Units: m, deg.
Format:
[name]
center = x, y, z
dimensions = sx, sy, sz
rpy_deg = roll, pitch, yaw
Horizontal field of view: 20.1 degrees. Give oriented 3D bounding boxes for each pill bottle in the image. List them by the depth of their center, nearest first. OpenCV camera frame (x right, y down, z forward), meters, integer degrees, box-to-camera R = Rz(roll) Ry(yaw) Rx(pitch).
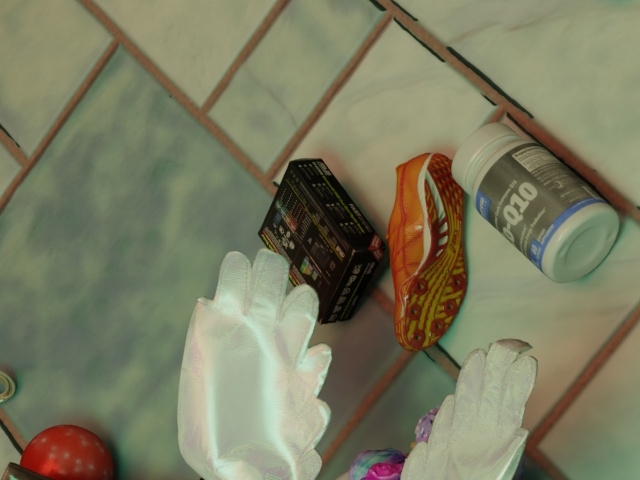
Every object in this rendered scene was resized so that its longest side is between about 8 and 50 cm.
[pill bottle]
center = 0.175, -0.034, 1.493
dimensions = 0.078, 0.078, 0.137
rpy_deg = -53, 54, 12

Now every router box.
[router box]
center = 0.000, 0.000, 1.611
dimensions = 0.122, 0.038, 0.092
rpy_deg = 55, 135, 33

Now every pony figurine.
[pony figurine]
center = 0.031, 0.217, 1.344
dimensions = 0.303, 0.363, 0.351
rpy_deg = 18, 88, 38

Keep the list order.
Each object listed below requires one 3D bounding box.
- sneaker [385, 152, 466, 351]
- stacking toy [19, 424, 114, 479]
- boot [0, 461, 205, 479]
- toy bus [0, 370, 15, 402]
[sneaker]
center = 0.088, 0.012, 1.564
dimensions = 0.067, 0.064, 0.175
rpy_deg = -15, 63, 55
[stacking toy]
center = -0.303, 0.323, 1.703
dimensions = 0.141, 0.141, 0.330
rpy_deg = 28, 90, 37
[boot]
center = -0.186, 0.248, 1.602
dimensions = 0.207, 0.090, 0.248
rpy_deg = 29, 103, -3
[toy bus]
center = -0.439, 0.127, 1.862
dimensions = 0.191, 0.202, 0.104
rpy_deg = -45, 25, 25
